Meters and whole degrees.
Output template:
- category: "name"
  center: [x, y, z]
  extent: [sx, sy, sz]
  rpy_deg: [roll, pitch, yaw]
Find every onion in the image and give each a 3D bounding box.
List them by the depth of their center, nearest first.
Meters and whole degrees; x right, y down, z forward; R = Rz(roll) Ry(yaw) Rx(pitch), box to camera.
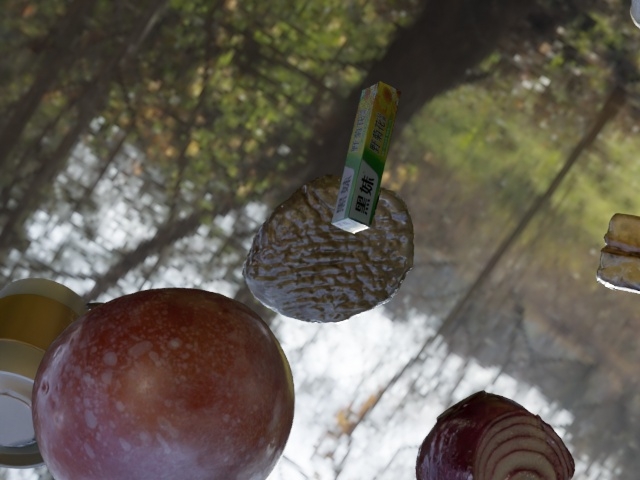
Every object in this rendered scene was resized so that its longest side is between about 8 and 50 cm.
- category: "onion"
  center: [0.243, 0.357, 2.064]
  extent: [0.216, 0.207, 0.206]
  rpy_deg: [-34, -86, -39]

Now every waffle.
- category: "waffle"
  center: [0.588, 0.060, 1.900]
  extent: [0.376, 0.114, 0.261]
  rpy_deg: [14, 177, 12]

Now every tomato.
- category: "tomato"
  center: [-0.158, 0.176, 1.337]
  extent: [0.270, 0.270, 0.227]
  rpy_deg: [25, -127, -50]

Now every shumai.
- category: "shumai"
  center: [0.000, 0.000, 2.423]
  extent: [0.262, 0.314, 0.267]
  rpy_deg: [-125, 15, -74]

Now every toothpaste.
- category: "toothpaste"
  center: [0.055, -0.100, 1.569]
  extent: [0.037, 0.178, 0.043]
  rpy_deg: [23, 161, -28]

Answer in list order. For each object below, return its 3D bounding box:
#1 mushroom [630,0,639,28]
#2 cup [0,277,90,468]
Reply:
- category: "mushroom"
  center: [0.492, -0.307, 1.852]
  extent: [0.209, 0.071, 0.084]
  rpy_deg: [9, -157, -48]
- category: "cup"
  center: [-0.394, 0.195, 1.812]
  extent: [0.226, 0.185, 0.241]
  rpy_deg: [-83, -23, -51]
